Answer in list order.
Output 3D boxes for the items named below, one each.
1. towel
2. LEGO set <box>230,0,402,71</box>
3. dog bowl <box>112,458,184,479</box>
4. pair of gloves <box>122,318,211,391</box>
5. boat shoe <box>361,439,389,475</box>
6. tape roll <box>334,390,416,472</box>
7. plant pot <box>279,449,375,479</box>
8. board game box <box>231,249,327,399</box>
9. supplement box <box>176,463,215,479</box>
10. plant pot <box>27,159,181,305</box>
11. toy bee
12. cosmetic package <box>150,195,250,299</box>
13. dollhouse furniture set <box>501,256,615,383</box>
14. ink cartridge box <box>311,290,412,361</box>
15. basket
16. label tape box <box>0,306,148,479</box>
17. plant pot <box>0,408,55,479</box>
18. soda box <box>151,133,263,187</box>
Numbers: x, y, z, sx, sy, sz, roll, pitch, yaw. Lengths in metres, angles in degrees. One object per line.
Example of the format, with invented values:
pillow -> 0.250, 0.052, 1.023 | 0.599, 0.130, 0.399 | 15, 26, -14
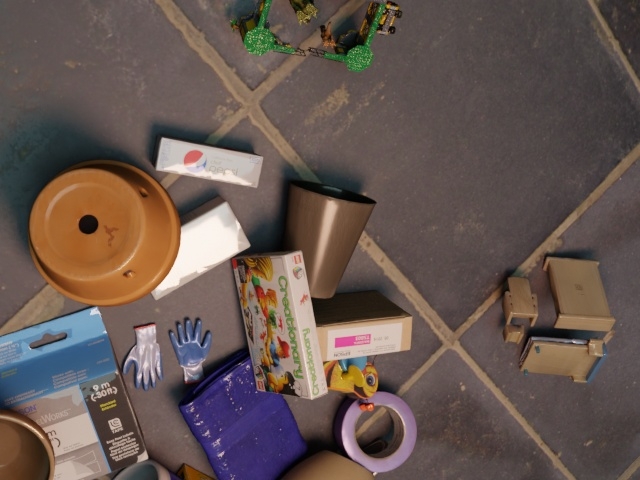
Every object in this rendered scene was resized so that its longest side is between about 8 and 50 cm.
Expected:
towel -> -0.175, 0.424, 1.680 | 0.227, 0.076, 0.308 | -34, 112, -26
LEGO set -> -0.019, -0.497, 1.491 | 0.331, 0.192, 0.255 | -2, 134, -17
dog bowl -> -0.392, 0.609, 1.563 | 0.104, 0.265, 0.265 | 42, 87, -27
pair of gloves -> -0.337, 0.254, 1.623 | 0.198, 0.023, 0.159 | -5, 105, -20
boat shoe -> 0.085, 0.564, 1.833 | 0.206, 0.075, 0.065 | -40, 117, -2
tape roll -> 0.133, 0.460, 1.783 | 0.189, 0.080, 0.189 | 2, 82, -12
plant pot -> 0.024, 0.600, 1.693 | 0.284, 0.284, 0.191 | 38, 66, -24
board game box -> -0.089, 0.177, 1.568 | 0.053, 0.193, 0.305 | -15, 96, -41
supplement box -> -0.217, 0.713, 1.694 | 0.356, 0.195, 0.194 | 39, 88, -25
plant pot -> -0.415, -0.022, 1.371 | 0.291, 0.203, 0.291 | 1, 85, -6
toy bee -> 0.073, 0.316, 1.690 | 0.298, 0.195, 0.162 | -6, 81, -10
cosmetic package -> -0.279, 0.013, 1.548 | 0.231, 0.085, 0.117 | -30, 111, -13
dollhouse furniture set -> 0.591, 0.218, 1.936 | 0.286, 0.198, 0.303 | 4, 136, 0
ink cartridge box -> 0.061, 0.189, 1.660 | 0.235, 0.193, 0.088 | -4, 106, -19
basket -> 0.000, 0.000, 1.616 | 0.204, 0.154, 0.227 | 9, 104, -24
label tape box -> -0.526, 0.337, 1.527 | 0.240, 0.106, 0.333 | -18, 110, -14
plant pot -> -0.629, 0.415, 1.397 | 0.237, 0.110, 0.237 | -5, 106, -18
soda box -> -0.233, -0.165, 1.522 | 0.216, 0.074, 0.069 | 9, 101, -22
